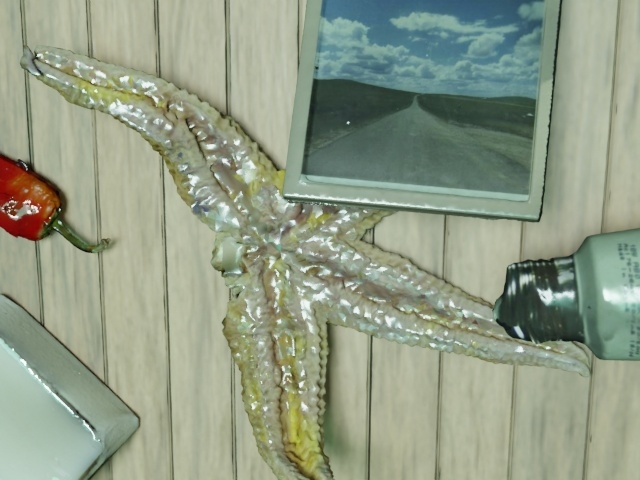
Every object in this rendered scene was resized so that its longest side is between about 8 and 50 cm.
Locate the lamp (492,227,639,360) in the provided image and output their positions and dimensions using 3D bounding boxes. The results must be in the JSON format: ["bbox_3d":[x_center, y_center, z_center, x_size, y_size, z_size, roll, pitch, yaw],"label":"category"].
[{"bbox_3d":[0.288,0.017,0.540,0.314,0.182,0.182,9,103,1],"label":"lamp"}]

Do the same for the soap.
[{"bbox_3d":[-0.275,0.154,0.756,0.183,0.064,0.121,43,107,1],"label":"soap"}]

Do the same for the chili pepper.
[{"bbox_3d":[-0.305,-0.057,0.727,0.268,0.050,0.059,33,121,5],"label":"chili pepper"}]

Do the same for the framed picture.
[{"bbox_3d":[0.079,-0.145,0.595,0.189,0.023,0.260,6,82,7],"label":"framed picture"}]

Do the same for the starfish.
[{"bbox_3d":[0.001,0.003,0.639,0.384,0.132,0.398,-13,84,5],"label":"starfish"}]
